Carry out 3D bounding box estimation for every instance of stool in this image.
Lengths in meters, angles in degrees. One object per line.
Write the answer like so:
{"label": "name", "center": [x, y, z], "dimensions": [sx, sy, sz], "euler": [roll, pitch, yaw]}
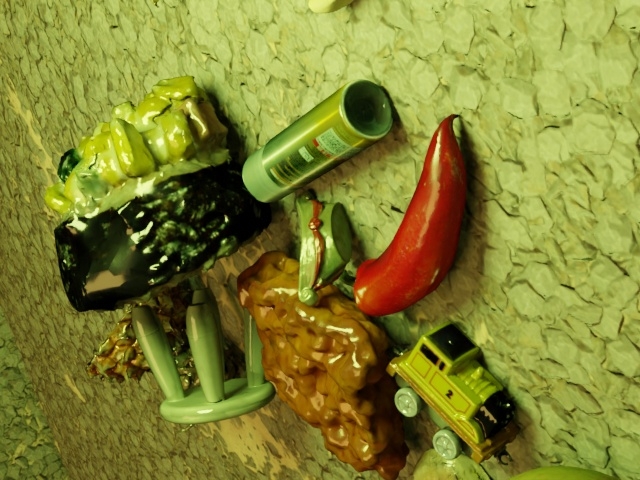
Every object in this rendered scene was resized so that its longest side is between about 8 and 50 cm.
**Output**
{"label": "stool", "center": [-0.186, 0.186, 1.604], "dimensions": [0.195, 0.195, 0.199], "euler": [-4, 99, 41]}

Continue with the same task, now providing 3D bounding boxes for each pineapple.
{"label": "pineapple", "center": [-0.254, 0.224, 1.791], "dimensions": [0.271, 0.262, 0.262], "euler": [38, 145, -1]}

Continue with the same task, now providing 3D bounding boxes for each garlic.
{"label": "garlic", "center": [0.023, -0.298, 1.133], "dimensions": [0.041, 0.053, 0.083], "euler": [62, 153, -4]}

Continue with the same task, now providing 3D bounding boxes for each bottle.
{"label": "bottle", "center": [-0.012, -0.125, 1.284], "dimensions": [0.286, 0.082, 0.082], "euler": [-27, 92, 57]}

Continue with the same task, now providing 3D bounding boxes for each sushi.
{"label": "sushi", "center": [-0.271, -0.067, 1.464], "dimensions": [0.285, 0.328, 0.328], "euler": [64, 158, -7]}

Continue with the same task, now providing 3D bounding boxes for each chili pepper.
{"label": "chili pepper", "center": [0.115, 0.006, 1.224], "dimensions": [0.368, 0.092, 0.137], "euler": [125, 141, -51]}

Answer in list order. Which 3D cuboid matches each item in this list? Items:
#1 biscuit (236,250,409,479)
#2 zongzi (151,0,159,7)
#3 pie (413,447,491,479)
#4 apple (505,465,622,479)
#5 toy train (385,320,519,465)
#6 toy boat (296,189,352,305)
{"label": "biscuit", "center": [0.001, 0.184, 1.444], "dimensions": [0.318, 0.110, 0.312], "euler": [31, 146, 43]}
{"label": "zongzi", "center": [-0.222, -0.427, 1.325], "dimensions": [0.194, 0.099, 0.197], "euler": [10, 120, 58]}
{"label": "pie", "center": [0.210, 0.404, 1.403], "dimensions": [0.218, 0.052, 0.185], "euler": [53, 145, 9]}
{"label": "apple", "center": [0.293, 0.434, 1.100], "dimensions": [0.338, 0.305, 0.338], "euler": [22, 133, 26]}
{"label": "toy train", "center": [0.178, 0.199, 1.265], "dimensions": [0.219, 0.089, 0.127], "euler": [45, 134, 25]}
{"label": "toy boat", "center": [0.001, 0.000, 1.340], "dimensions": [0.071, 0.185, 0.089], "euler": [-21, 142, 26]}
